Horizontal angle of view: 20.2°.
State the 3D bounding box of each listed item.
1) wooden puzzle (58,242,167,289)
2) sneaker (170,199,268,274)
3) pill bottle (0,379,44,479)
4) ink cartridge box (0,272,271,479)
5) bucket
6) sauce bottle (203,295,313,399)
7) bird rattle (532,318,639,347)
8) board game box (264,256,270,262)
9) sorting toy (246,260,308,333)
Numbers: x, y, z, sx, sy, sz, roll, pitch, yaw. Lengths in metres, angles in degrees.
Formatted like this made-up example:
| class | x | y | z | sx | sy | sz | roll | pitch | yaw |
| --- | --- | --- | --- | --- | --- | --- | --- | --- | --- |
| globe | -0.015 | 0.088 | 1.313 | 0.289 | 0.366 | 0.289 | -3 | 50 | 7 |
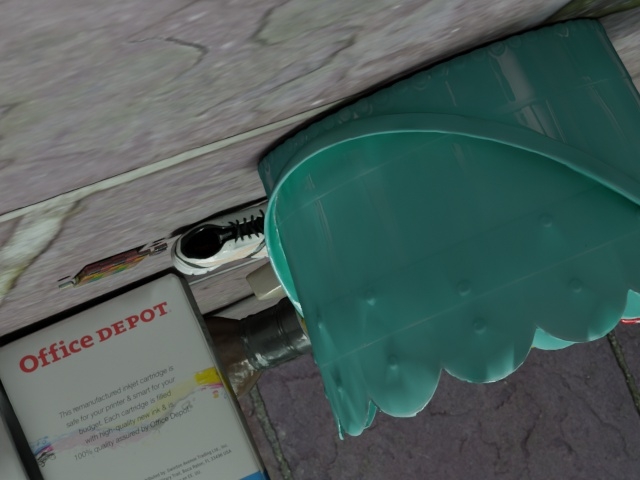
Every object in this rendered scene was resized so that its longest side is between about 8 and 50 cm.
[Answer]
| class | x | y | z | sx | sy | sz | roll | pitch | yaw |
| --- | --- | --- | --- | --- | --- | --- | --- | --- | --- |
| wooden puzzle | -0.150 | 0.019 | 1.297 | 0.083 | 0.006 | 0.049 | -20 | 174 | -24 |
| sneaker | -0.055 | -0.004 | 1.291 | 0.109 | 0.040 | 0.044 | -22 | 173 | -5 |
| pill bottle | -0.402 | 0.249 | 1.456 | 0.361 | 0.204 | 0.204 | -24 | 175 | -5 |
| ink cartridge box | -0.152 | 0.166 | 1.548 | 0.171 | 0.233 | 0.168 | -22 | 177 | -3 |
| bucket | 0.101 | -0.007 | 1.133 | 0.281 | 0.183 | 0.281 | -23 | 174 | -2 |
| sauce bottle | -0.155 | 0.158 | 2.097 | 0.344 | 0.111 | 0.111 | -23 | 175 | 20 |
| bird rattle | 0.181 | -0.006 | 1.404 | 0.253 | 0.207 | 0.143 | -22 | -151 | -21 |
| board game box | 0.000 | 0.000 | 1.657 | 0.090 | 0.020 | 0.090 | -24 | 174 | 12 |
| sorting toy | 0.100 | 0.002 | 1.577 | 0.255 | 0.089 | 0.257 | -31 | 172 | 16 |
